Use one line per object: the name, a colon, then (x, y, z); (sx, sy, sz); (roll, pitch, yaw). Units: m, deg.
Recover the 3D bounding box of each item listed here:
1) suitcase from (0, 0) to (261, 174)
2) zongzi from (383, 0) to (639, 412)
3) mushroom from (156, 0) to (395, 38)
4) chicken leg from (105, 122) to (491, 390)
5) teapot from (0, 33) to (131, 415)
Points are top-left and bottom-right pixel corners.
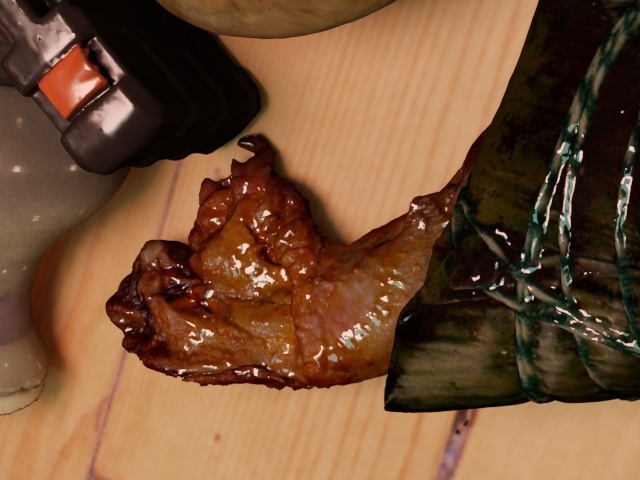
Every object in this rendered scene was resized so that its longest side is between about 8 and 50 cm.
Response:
suitcase: (-0.170, -0.170, 1.073); (0.066, 0.206, 0.285); (-41, 84, 18)
zongzi: (0.227, -0.028, 0.866); (0.383, 0.362, 0.319); (13, 83, 20)
mushroom: (-0.043, -0.293, 0.975); (0.352, 0.260, 0.352); (5, 102, 25)
chicken leg: (0.003, 0.012, 1.110); (0.322, 0.083, 0.177); (-4, 79, 25)
teapot: (-0.228, -0.008, 1.151); (0.183, 0.183, 0.251); (20, 116, 17)
